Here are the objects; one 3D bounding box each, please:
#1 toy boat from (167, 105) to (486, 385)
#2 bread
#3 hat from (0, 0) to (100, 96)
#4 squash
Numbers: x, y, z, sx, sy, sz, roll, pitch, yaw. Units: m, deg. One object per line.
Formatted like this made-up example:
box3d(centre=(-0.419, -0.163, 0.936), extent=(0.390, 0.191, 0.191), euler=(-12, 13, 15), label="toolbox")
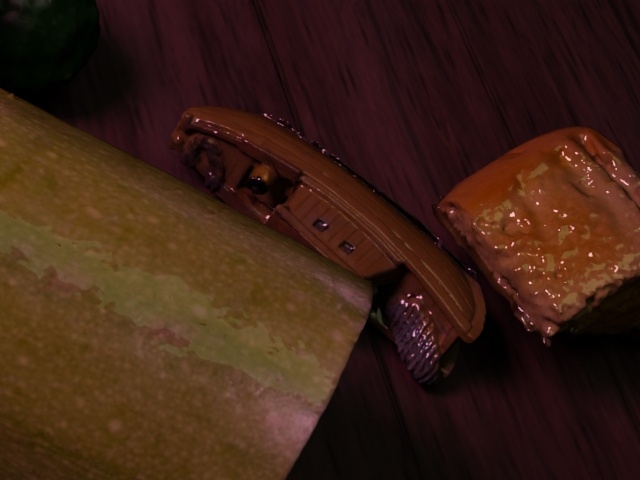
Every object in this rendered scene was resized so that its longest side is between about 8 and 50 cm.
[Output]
box3d(centre=(0.000, 0.000, 1.194), extent=(0.321, 0.089, 0.121), euler=(40, 42, 3), label="toy boat")
box3d(centre=(0.238, -0.013, 1.277), extent=(0.204, 0.162, 0.262), euler=(48, 25, 26), label="bread")
box3d(centre=(-0.355, -0.202, 1.067), extent=(0.400, 0.285, 0.285), euler=(25, 45, -25), label="hat")
box3d(centre=(-0.194, 0.050, 0.931), extent=(0.384, 0.263, 0.263), euler=(29, 46, -6), label="squash")
